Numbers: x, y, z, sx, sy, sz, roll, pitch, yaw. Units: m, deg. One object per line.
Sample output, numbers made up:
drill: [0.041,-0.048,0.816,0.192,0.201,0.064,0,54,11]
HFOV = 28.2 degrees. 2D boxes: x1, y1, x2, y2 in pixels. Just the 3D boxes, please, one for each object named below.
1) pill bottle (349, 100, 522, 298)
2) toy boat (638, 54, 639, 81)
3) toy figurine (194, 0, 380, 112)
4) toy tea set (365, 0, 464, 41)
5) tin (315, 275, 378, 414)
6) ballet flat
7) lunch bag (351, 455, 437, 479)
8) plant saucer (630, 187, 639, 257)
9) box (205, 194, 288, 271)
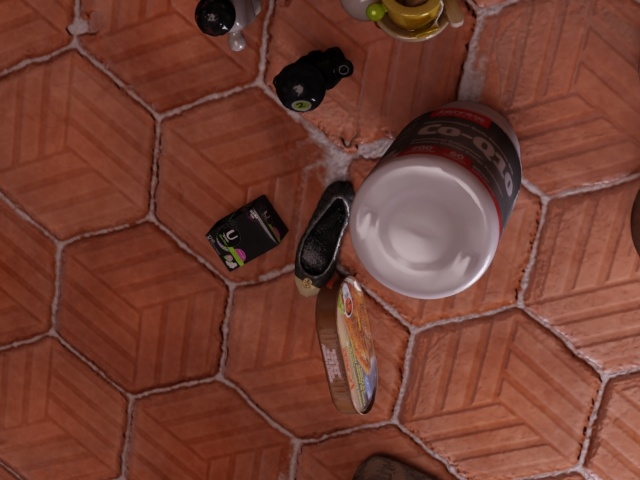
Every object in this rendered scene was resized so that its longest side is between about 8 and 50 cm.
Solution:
pill bottle: [0.142,-0.060,1.445,0.161,0.283,0.161,6,113,14]
toy boat: [0.469,-0.175,1.399,0.231,0.151,0.151,38,85,1]
toy figurine: [-0.027,-0.280,1.479,0.209,0.148,0.213,38,117,-2]
toy tea set: [0.181,-0.355,1.336,0.336,0.124,0.200,-22,68,-3]
tin: [0.034,0.138,1.659,0.040,0.106,0.190,-5,110,19]
ballet flat: [0.000,0.000,1.643,0.057,0.049,0.173,22,116,8]
lunch bag: [0.074,0.491,1.710,0.212,0.256,0.305,28,117,4]
plant saucer: [0.468,-0.014,1.507,0.198,0.036,0.199,6,113,15]
box: [-0.096,-0.009,1.666,0.083,0.052,0.062,-28,103,24]
